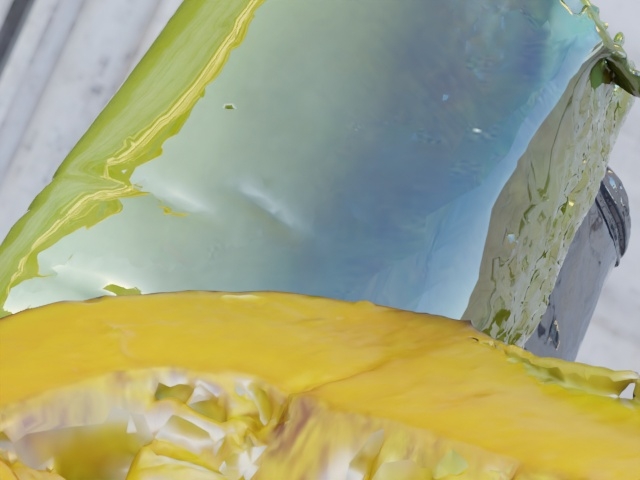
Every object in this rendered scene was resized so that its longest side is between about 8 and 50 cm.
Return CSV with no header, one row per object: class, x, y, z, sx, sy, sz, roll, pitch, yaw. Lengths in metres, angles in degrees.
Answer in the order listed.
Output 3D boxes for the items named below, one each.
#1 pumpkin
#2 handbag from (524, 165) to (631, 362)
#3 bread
pumpkin,0.017,0.143,0.493,0.242,0.232,0.325,-18,22,-30
handbag,0.103,0.026,1.348,0.275,0.302,0.178,30,-27,0
bread,0.000,0.000,0.884,0.208,0.376,0.251,19,-28,33
